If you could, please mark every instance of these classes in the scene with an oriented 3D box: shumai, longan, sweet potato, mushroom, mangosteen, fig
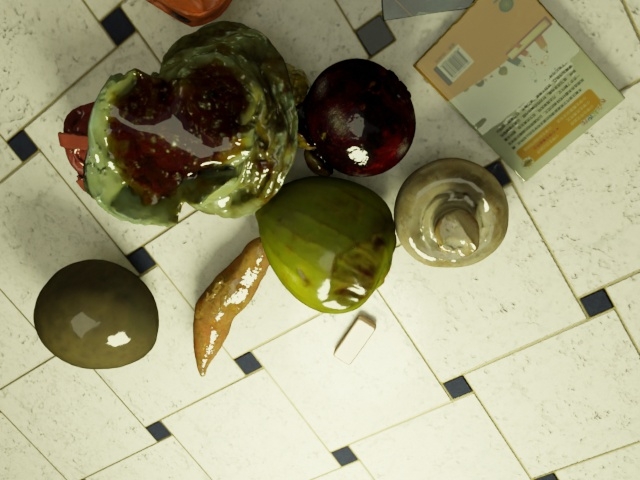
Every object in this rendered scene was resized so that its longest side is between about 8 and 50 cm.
[{"bbox_3d":[-0.214,-0.185,0.758,0.292,0.289,0.329,-5,91,53],"label":"shumai"},{"bbox_3d":[-0.456,0.160,1.036,0.248,0.248,0.248,3,111,7],"label":"longan"},{"bbox_3d":[-0.200,0.122,1.046,0.106,0.095,0.354,47,116,38],"label":"sweet potato"},{"bbox_3d":[0.226,-0.035,0.865,0.204,0.204,0.204,3,111,7],"label":"mushroom"},{"bbox_3d":[0.057,-0.195,0.834,0.210,0.210,0.209,3,111,7],"label":"mangosteen"},{"bbox_3d":[0.000,0.000,0.900,0.271,0.239,0.239,26,113,16],"label":"fig"}]

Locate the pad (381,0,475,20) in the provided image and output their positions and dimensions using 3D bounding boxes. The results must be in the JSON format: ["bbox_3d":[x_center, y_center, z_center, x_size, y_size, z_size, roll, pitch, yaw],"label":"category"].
[{"bbox_3d":[0.215,-0.459,0.808,0.243,0.004,0.163,-5,110,10],"label":"pad"}]

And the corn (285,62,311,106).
[{"bbox_3d":[-0.093,-0.192,0.910,0.091,0.091,0.260,32,117,30],"label":"corn"}]

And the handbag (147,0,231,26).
[{"bbox_3d":[-0.267,-0.545,0.720,0.410,0.116,0.303,29,116,-26],"label":"handbag"}]

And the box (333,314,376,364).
[{"bbox_3d":[0.074,0.213,1.076,0.048,0.025,0.115,31,112,1],"label":"box"}]

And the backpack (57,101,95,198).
[{"bbox_3d":[-0.354,-0.162,0.932,0.229,0.139,0.229,4,112,10],"label":"backpack"}]

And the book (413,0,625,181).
[{"bbox_3d":[0.334,-0.271,0.852,0.295,0.020,0.208,43,111,-10],"label":"book"}]
